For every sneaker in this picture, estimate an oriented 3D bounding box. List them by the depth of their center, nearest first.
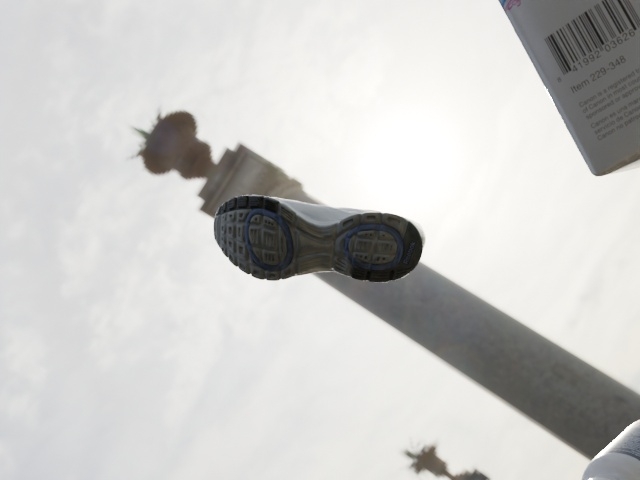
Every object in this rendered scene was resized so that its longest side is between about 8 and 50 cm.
[{"bbox_3d":[0.000,0.000,1.333,0.129,0.297,0.111,-15,-67,-70],"label":"sneaker"}]

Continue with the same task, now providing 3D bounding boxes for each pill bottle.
[{"bbox_3d":[0.378,0.295,1.215,0.180,0.108,0.108,-21,-46,-47],"label":"pill bottle"}]

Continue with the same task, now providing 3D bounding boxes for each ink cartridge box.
[{"bbox_3d":[0.247,-0.233,0.754,0.226,0.306,0.131,-30,-11,31],"label":"ink cartridge box"}]
